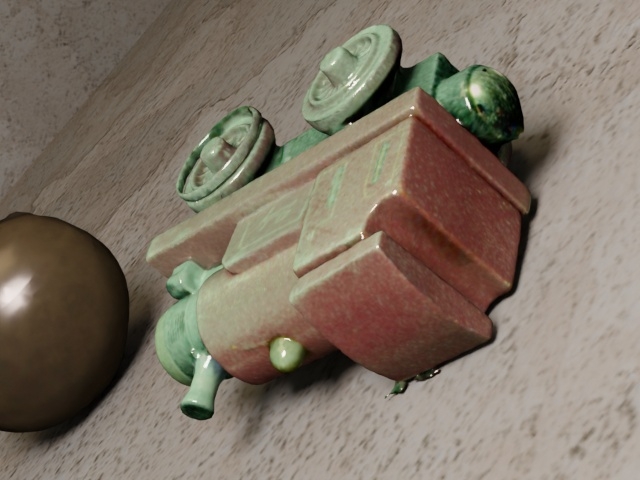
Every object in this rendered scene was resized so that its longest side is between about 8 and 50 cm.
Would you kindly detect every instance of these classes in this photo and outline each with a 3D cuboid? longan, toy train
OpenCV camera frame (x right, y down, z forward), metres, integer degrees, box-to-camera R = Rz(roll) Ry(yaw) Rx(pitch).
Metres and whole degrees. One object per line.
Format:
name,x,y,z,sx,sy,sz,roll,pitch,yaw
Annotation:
longan,-0.270,0.074,1.269,0.220,0.196,0.196,-19,33,31
toy train,0.000,0.000,0.931,0.304,0.150,0.221,-28,34,40
